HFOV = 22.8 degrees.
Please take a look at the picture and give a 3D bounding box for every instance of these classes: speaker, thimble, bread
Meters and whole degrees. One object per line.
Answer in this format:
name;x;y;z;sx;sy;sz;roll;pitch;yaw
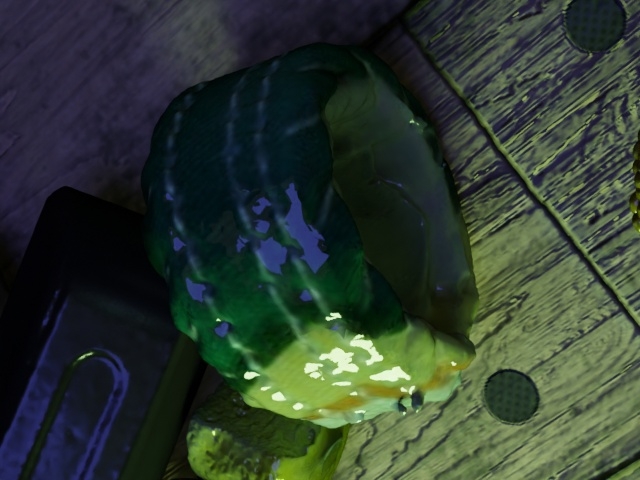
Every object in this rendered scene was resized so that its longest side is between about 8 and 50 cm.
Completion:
speaker;-0.203;0.162;1.278;0.180;0.184;0.388;21;88;-7
thimble;0.000;0.000;1.197;0.167;0.254;0.288;-19;100;27
bread;-0.039;0.173;1.345;0.114;0.129;0.111;23;133;24

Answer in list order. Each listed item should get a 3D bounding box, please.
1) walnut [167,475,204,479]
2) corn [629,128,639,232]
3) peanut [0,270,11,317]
walnut;-0.071;0.283;1.382;0.245;0.137;0.137;24;114;23
corn;0.279;-0.132;1.132;0.097;0.097;0.319;10;108;20
peanut;-0.331;0.068;1.436;0.298;0.120;0.136;52;133;5
